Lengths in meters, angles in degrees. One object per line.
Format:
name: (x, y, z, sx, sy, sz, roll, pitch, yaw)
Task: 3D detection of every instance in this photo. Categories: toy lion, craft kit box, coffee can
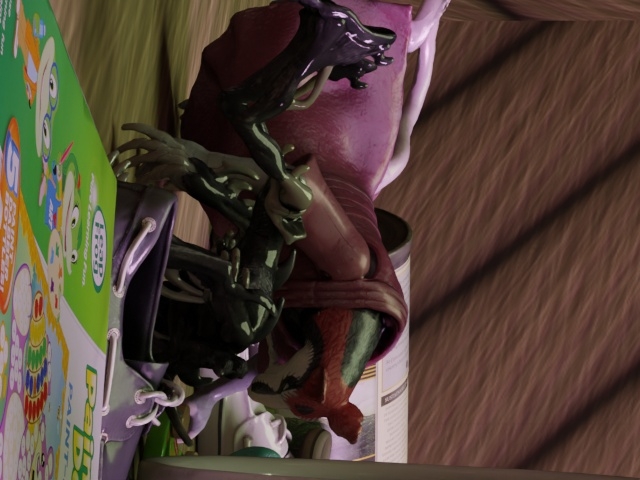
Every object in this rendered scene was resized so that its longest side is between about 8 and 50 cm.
toy lion: (-0.112, 0.175, 1.140, 0.100, 0.034, 0.096, 87, 11, -51)
craft kit box: (-0.118, 0.044, 0.554, 0.246, 0.061, 0.250, 93, -2, -69)
coffee can: (-0.006, 0.119, 1.684, 0.201, 0.201, 0.275, -85, 174, -71)

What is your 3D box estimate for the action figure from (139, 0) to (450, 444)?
action figure: (0.000, 0.000, 1.233, 0.248, 0.275, 0.370, 97, -18, -48)

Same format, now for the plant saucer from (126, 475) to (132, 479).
plant saucer: (-0.120, 0.182, 0.946, 0.119, 0.021, 0.119, -1, 90, -88)

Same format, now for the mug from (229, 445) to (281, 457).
mug: (-0.068, 0.244, 1.389, 0.129, 0.097, 0.158, -53, 142, -86)

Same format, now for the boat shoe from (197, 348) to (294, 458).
boat shoe: (-0.068, 0.195, 1.525, 0.096, 0.088, 0.268, -10, 100, -88)

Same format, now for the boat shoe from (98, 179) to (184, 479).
boat shoe: (-0.102, 0.070, 0.824, 0.075, 0.065, 0.206, 2, 88, -88)

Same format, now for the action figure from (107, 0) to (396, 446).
action figure: (-0.067, -0.024, 0.976, 0.276, 0.141, 0.164, -64, -169, 7)

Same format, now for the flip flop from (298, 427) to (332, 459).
flip flop: (0.017, 0.277, 1.488, 0.277, 0.080, 0.112, -105, -161, -63)

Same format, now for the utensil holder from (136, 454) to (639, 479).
utensil holder: (0.047, 0.325, 0.945, 0.327, 0.327, 0.385, 70, 23, -85)
